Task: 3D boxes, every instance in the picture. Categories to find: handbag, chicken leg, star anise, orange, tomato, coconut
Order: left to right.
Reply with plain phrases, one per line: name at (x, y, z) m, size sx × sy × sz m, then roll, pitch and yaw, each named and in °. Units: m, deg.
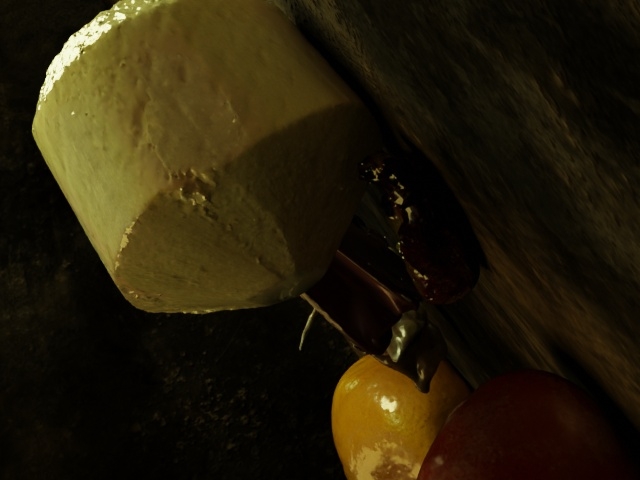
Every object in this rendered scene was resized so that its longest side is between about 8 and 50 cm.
coconut at (-0.080, -0.058, 1.360) m, size 0.244 × 0.239 × 0.239 m, roll 52°, pitch 176°, yaw 24°
handbag at (-0.002, 0.002, 1.600) m, size 0.203 × 0.074 × 0.216 m, roll 41°, pitch -171°, yaw -5°
star anise at (0.054, 0.052, 1.809) m, size 0.220 × 0.099 × 0.214 m, roll 47°, pitch -172°, yaw 15°
orange at (0.110, 0.241, 2.096) m, size 0.249 × 0.183 × 0.249 m, roll 52°, pitch 178°, yaw 3°
chicken leg at (0.079, 0.000, 1.360) m, size 0.106 × 0.051 × 0.253 m, roll 58°, pitch 178°, yaw 15°
tomato at (0.153, 0.185, 1.296) m, size 0.187 × 0.187 × 0.151 m, roll 53°, pitch 152°, yaw -11°

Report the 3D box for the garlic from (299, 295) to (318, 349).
garlic at (-0.026, 0.003, 1.957) m, size 0.198 × 0.128 × 0.090 m, roll 58°, pitch 167°, yaw -17°
